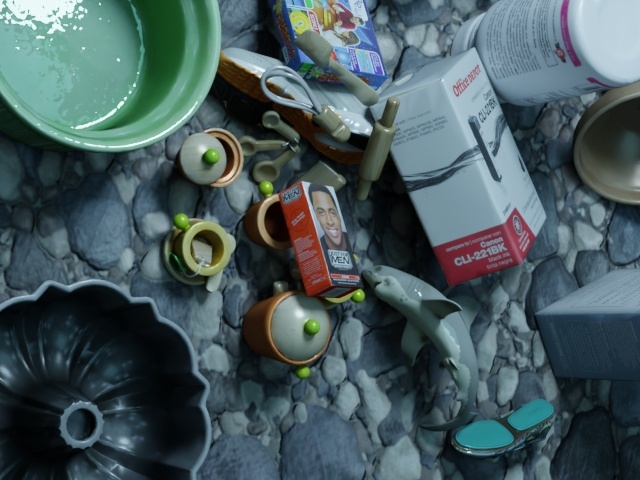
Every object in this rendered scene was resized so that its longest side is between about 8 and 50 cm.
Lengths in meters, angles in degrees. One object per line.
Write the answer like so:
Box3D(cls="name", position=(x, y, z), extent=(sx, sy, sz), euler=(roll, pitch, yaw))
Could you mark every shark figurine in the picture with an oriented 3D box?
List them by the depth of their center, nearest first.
Box3D(cls="shark figurine", position=(0.186, 0.138, 1.839), extent=(0.116, 0.166, 0.278), euler=(-38, 108, -39))

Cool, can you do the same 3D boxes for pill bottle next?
Box3D(cls="pill bottle", position=(0.318, -0.274, 1.873), extent=(0.160, 0.283, 0.160), euler=(2, 85, -32))

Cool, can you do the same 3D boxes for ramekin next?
Box3D(cls="ramekin", position=(-0.282, -0.244, 1.570), extent=(0.303, 0.148, 0.303), euler=(2, 86, -32))

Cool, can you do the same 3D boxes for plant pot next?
Box3D(cls="plant pot", position=(0.499, -0.171, 2.044), extent=(0.237, 0.237, 0.109), euler=(32, 39, -26))

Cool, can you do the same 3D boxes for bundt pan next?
Box3D(cls="bundt pan", position=(-0.297, 0.208, 1.544), extent=(0.331, 0.124, 0.330), euler=(2, 86, -33))

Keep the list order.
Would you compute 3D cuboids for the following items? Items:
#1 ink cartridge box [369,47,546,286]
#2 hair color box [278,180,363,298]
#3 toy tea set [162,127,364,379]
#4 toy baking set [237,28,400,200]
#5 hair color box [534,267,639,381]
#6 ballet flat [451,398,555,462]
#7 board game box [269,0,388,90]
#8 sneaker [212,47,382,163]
Box3D(cls="ink cartridge box", position=(0.192, -0.105, 1.834), extent=(0.272, 0.114, 0.197), euler=(64, 26, -11))
Box3D(cls="hair color box", position=(0.000, 0.000, 1.700), extent=(0.072, 0.043, 0.141), euler=(6, 62, -54))
Box3D(cls="toy tea set", position=(-0.072, 0.011, 1.699), extent=(0.336, 0.124, 0.200), euler=(45, 65, -22))
Box3D(cls="toy baking set", position=(0.002, -0.142, 1.714), extent=(0.197, 0.256, 0.030), euler=(11, 38, -17))
Box3D(cls="hair color box", position=(0.506, 0.116, 1.909), extent=(0.185, 0.374, 0.113), euler=(-25, 100, -31))
Box3D(cls="ballet flat", position=(0.261, 0.286, 1.930), extent=(0.188, 0.070, 0.070), euler=(-14, 94, -31))
Box3D(cls="board game box", position=(0.003, -0.295, 1.771), extent=(0.136, 0.035, 0.201), euler=(5, 57, -32))
Box3D(cls="sneaker", position=(-0.026, -0.200, 1.776), extent=(0.262, 0.099, 0.121), euler=(25, 55, -28))
